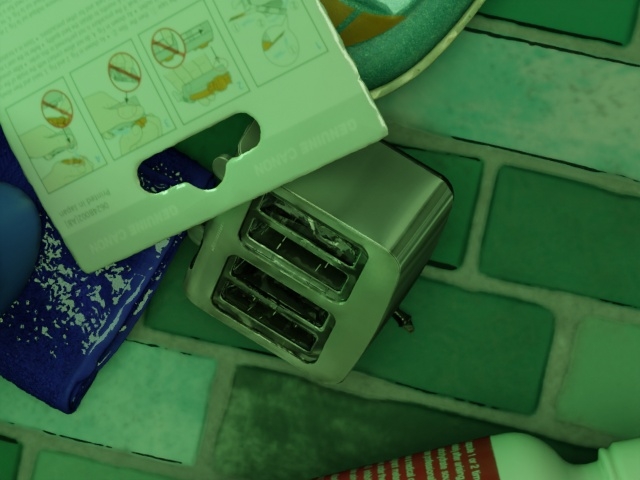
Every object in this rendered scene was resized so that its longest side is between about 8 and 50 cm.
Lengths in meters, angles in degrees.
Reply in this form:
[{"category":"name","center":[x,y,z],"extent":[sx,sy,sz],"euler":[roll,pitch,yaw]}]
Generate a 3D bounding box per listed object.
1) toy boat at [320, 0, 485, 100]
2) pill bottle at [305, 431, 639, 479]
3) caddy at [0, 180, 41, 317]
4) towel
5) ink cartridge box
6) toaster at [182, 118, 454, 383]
[{"category":"toy boat","center":[-0.023,-0.251,1.488],"extent":[0.318,0.148,0.267],"euler":[41,94,1]},{"category":"pill bottle","center":[0.078,0.272,1.459],"extent":[0.407,0.229,0.229],"euler":[-14,91,4]},{"category":"caddy","center":[-0.370,0.029,1.447],"extent":[0.341,0.179,0.241],"euler":[-37,95,23]},{"category":"towel","center":[-0.265,-0.032,1.545],"extent":[0.308,0.076,0.228],"euler":[31,93,2]},{"category":"ink cartridge box","center":[-0.133,-0.204,1.413],"extent":[0.308,0.091,0.385],"euler":[-24,96,35]},{"category":"toaster","center":[0.000,0.000,1.480],"extent":[0.185,0.110,0.168],"euler":[32,137,5]}]
